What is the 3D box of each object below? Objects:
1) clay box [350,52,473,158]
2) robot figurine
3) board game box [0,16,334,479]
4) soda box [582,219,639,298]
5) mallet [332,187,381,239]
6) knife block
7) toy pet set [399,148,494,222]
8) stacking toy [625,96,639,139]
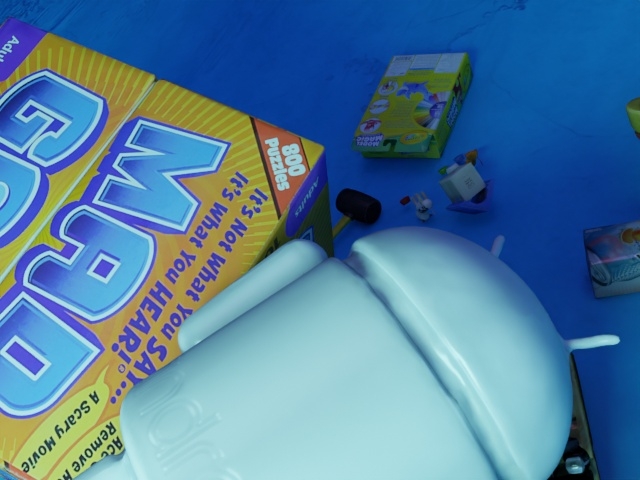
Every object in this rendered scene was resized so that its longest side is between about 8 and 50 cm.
[{"bbox_3d":[0.139,-0.195,1.298,0.127,0.053,0.222,4,50,28],"label":"clay box"},{"bbox_3d":[0.015,0.125,0.562,0.353,0.200,0.300,-33,56,-7],"label":"robot figurine"},{"bbox_3d":[-0.222,0.071,0.868,0.356,0.357,0.356,24,65,16],"label":"board game box"},{"bbox_3d":[0.391,0.012,0.959,0.183,0.063,0.058,-11,43,15],"label":"soda box"},{"bbox_3d":[0.000,0.000,1.182,0.189,0.039,0.062,-42,46,-13],"label":"mallet"},{"bbox_3d":[0.187,0.134,0.770,0.088,0.242,0.276,-12,33,15],"label":"knife block"},{"bbox_3d":[0.188,-0.065,1.156,0.122,0.065,0.114,-38,8,-18],"label":"toy pet set"},{"bbox_3d":[0.535,-0.139,1.053,0.308,0.131,0.279,-5,19,18],"label":"stacking toy"}]
